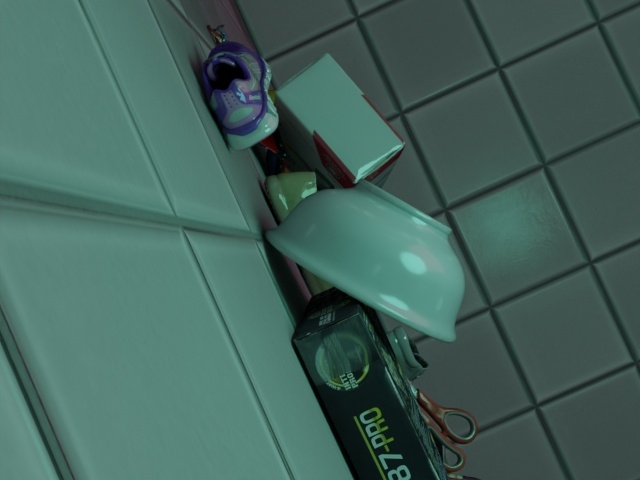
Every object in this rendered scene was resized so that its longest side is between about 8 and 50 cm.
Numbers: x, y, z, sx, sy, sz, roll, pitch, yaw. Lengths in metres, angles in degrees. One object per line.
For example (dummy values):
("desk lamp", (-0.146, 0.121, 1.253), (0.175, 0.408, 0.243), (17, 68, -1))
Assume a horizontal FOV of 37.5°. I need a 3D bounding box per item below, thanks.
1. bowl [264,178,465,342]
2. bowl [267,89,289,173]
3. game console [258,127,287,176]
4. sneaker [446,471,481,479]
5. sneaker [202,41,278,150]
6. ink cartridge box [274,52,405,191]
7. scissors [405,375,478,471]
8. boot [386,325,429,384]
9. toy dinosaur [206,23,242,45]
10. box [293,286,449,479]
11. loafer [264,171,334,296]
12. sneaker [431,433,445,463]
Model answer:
("bowl", (0.084, 0.008, 1.271), (0.298, 0.134, 0.298), (30, 5, -3))
("bowl", (-0.034, -0.236, 2.176), (0.289, 0.156, 0.289), (-25, 90, -86))
("game console", (-0.112, -0.165, 1.683), (0.144, 0.085, 0.124), (-108, -156, -58))
("sneaker", (0.209, 0.410, 1.597), (0.185, 0.069, 0.084), (18, 23, -44))
("sneaker", (-0.127, -0.233, 1.346), (0.104, 0.095, 0.236), (53, 12, -39))
("ink cartridge box", (0.022, -0.180, 1.774), (0.226, 0.131, 0.306), (49, -14, 7))
("scissors", (0.144, 0.261, 1.577), (0.297, 0.109, 0.021), (43, -21, -4))
("boot", (0.142, 0.257, 1.689), (0.095, 0.123, 0.258), (-111, 175, -45))
("toy dinosaur", (-0.196, -0.384, 1.878), (0.090, 0.047, 0.082), (-15, 89, -53))
("box", (0.081, 0.224, 1.257), (0.395, 0.097, 0.318), (-69, 136, -85))
("loafer", (-0.001, 0.003, 1.539), (0.102, 0.092, 0.268), (-106, 171, -66))
("sneaker", (0.196, 0.405, 1.822), (0.097, 0.084, 0.234), (63, 4, -25))
